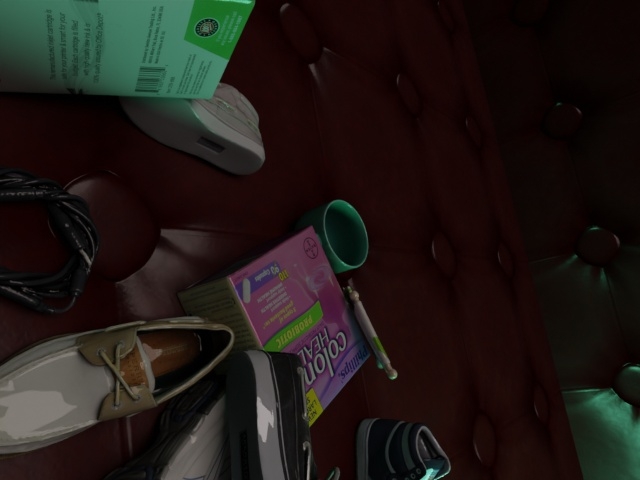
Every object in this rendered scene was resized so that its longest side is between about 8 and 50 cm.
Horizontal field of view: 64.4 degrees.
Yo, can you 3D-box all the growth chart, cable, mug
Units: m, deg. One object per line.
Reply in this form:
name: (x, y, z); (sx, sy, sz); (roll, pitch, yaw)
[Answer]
growth chart: (0.080, 0.156, 0.900); (0.237, 0.021, 0.172); (75, -10, -79)
cable: (-0.330, -0.013, 0.560); (0.184, 0.047, 0.151); (39, 47, -34)
mug: (0.004, -0.006, 0.937); (0.157, 0.097, 0.130); (32, 52, -39)

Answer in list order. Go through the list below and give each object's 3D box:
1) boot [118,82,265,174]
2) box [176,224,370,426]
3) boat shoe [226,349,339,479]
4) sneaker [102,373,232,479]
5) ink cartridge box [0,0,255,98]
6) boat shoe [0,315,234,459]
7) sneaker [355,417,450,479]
boot: (-0.193, -0.206, 0.797); (0.258, 0.095, 0.124); (29, 43, -47)
box: (-0.060, 0.132, 0.781); (0.213, 0.117, 0.243); (-33, 102, -52)
boat shoe: (-0.043, 0.279, 0.583); (0.104, 0.113, 0.307); (10, 54, -33)
sneaker: (-0.168, 0.292, 0.590); (0.297, 0.111, 0.129); (-46, 116, -49)
ink cartridge box: (-0.246, -0.261, 0.560); (0.289, 0.211, 0.122); (-6, 78, -28)
boat shoe: (-0.230, 0.143, 0.572); (0.302, 0.103, 0.113); (-18, 89, -53)
sneaker: (0.146, 0.452, 0.873); (0.099, 0.153, 0.282); (18, 62, -46)
